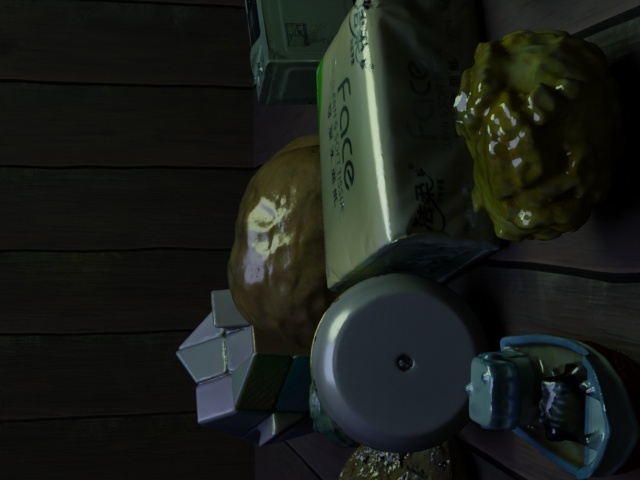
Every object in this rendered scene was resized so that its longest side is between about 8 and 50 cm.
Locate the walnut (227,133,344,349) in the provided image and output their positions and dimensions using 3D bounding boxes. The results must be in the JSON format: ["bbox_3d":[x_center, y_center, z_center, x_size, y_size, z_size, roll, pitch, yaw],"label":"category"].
[{"bbox_3d":[-0.004,0.013,1.832,0.383,0.384,0.383,180,90,-77],"label":"walnut"}]

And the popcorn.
[{"bbox_3d":[0.249,-0.118,1.115,0.266,0.192,0.233,-52,-50,-72],"label":"popcorn"}]

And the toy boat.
[{"bbox_3d":[0.260,0.181,1.123,0.332,0.133,0.145,-173,84,-77],"label":"toy boat"}]

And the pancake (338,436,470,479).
[{"bbox_3d":[0.110,0.457,1.631,0.387,0.082,0.387,-47,25,30],"label":"pancake"}]

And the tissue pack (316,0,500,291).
[{"bbox_3d":[0.120,-0.143,1.565,0.332,0.205,0.404,137,131,-67],"label":"tissue pack"}]

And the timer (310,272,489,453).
[{"bbox_3d":[0.113,0.184,1.517,0.285,0.285,0.285,180,90,-77],"label":"timer"}]

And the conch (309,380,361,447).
[{"bbox_3d":[0.059,0.309,1.948,0.277,0.195,0.220,18,130,53],"label":"conch"}]

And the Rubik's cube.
[{"bbox_3d":[-0.105,0.272,2.239,0.387,0.368,0.358,34,-139,-54],"label":"Rubik's cube"}]

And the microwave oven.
[{"bbox_3d":[-0.042,-0.453,2.184,0.181,0.238,0.295,113,152,-60],"label":"microwave oven"}]
